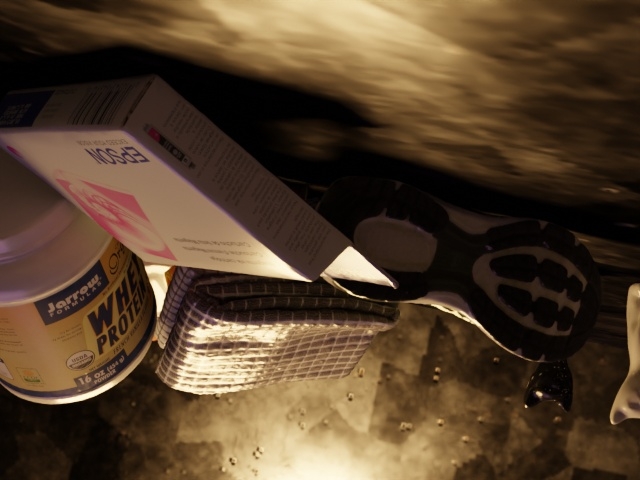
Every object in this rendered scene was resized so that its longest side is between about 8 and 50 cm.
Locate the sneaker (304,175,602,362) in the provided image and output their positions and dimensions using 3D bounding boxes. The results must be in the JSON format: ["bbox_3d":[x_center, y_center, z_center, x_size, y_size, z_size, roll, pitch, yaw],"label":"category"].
[{"bbox_3d":[0.145,0.017,1.489,0.410,0.158,0.182,22,-179,-25],"label":"sneaker"}]

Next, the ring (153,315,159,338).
[{"bbox_3d":[-0.369,0.131,1.840,0.336,0.032,0.336,-5,173,-1],"label":"ring"}]

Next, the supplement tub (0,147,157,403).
[{"bbox_3d":[-0.333,0.024,1.534,0.228,0.228,0.316,11,145,17],"label":"supplement tub"}]

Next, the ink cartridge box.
[{"bbox_3d":[-0.136,-0.033,1.274,0.330,0.071,0.324,42,160,-29],"label":"ink cartridge box"}]

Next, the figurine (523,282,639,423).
[{"bbox_3d":[0.407,0.157,1.865,0.215,0.209,0.092,12,175,-5],"label":"figurine"}]

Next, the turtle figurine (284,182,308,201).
[{"bbox_3d":[-0.129,-0.044,1.609,0.217,0.087,0.269,3,160,-6],"label":"turtle figurine"}]

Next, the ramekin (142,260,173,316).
[{"bbox_3d":[-0.302,0.045,2.000,0.277,0.135,0.277,-13,150,-8],"label":"ramekin"}]

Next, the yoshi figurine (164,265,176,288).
[{"bbox_3d":[-0.028,0.057,1.866,0.362,0.204,0.203,-17,-153,-15],"label":"yoshi figurine"}]

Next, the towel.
[{"bbox_3d":[-0.053,0.099,1.622,0.283,0.121,0.235,-1,149,-17],"label":"towel"}]
